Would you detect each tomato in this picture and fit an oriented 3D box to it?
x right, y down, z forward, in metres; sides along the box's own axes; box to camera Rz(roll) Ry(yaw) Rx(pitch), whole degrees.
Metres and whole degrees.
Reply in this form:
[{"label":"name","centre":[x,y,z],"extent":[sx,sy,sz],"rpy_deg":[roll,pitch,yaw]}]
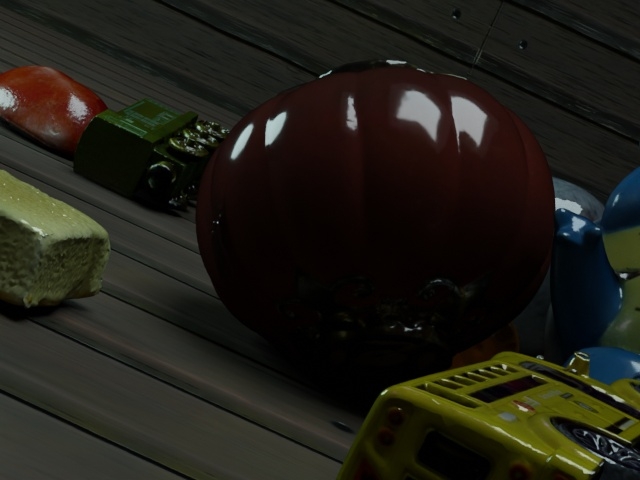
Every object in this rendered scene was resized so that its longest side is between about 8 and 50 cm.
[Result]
[{"label":"tomato","centre":[-0.327,-0.164,1.740],"extent":[0.174,0.082,0.166],"rpy_deg":[27,8,-2]}]

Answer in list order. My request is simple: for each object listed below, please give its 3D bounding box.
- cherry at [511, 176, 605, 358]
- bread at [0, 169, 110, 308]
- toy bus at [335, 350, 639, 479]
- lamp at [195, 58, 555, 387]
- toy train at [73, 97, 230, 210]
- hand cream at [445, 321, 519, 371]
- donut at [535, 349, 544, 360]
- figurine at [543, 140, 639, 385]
[{"label":"cherry","centre":[0.252,0.031,1.733],"extent":[0.296,0.218,0.255],"rpy_deg":[22,-7,36]},{"label":"bread","centre":[-0.254,-0.016,1.029],"extent":[0.188,0.068,0.125],"rpy_deg":[27,8,12]},{"label":"toy bus","centre":[0.123,0.144,0.833],"extent":[0.151,0.145,0.331],"rpy_deg":[26,9,20]},{"label":"lamp","centre":[0.046,-0.015,1.196],"extent":[0.303,0.257,0.303],"rpy_deg":[-1,-25,-1]},{"label":"toy train","centre":[-0.191,-0.107,1.684],"extent":[0.137,0.090,0.225],"rpy_deg":[25,16,3]},{"label":"hand cream","centre":[0.084,0.069,1.447],"extent":[0.139,0.089,0.314],"rpy_deg":[23,4,-22]},{"label":"donut","centre":[0.376,0.111,1.414],"extent":[0.136,0.259,0.345],"rpy_deg":[33,4,-31]},{"label":"figurine","centre":[0.284,0.065,1.200],"extent":[0.298,0.243,0.416],"rpy_deg":[47,23,-9]}]
